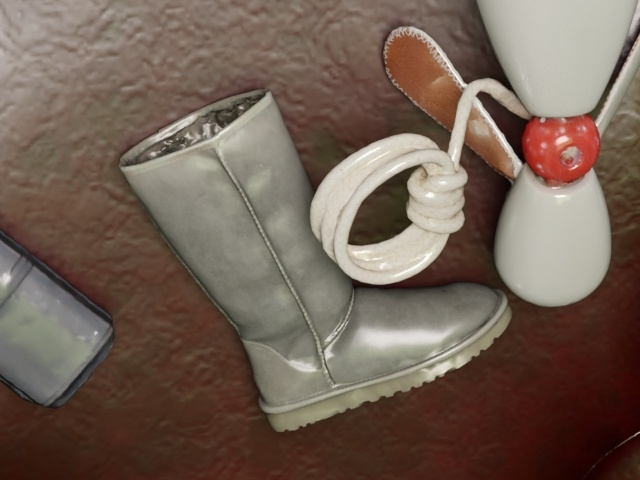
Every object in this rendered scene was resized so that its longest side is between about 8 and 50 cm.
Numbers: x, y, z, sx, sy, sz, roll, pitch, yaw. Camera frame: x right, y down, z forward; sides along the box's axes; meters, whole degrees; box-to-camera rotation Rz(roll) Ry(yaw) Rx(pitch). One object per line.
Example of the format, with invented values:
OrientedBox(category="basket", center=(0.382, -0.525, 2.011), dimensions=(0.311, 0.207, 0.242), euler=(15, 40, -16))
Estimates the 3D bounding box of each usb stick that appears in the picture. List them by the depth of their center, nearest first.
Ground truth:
OrientedBox(category="usb stick", center=(-0.243, -0.001, 0.869), dimensions=(0.278, 0.045, 0.077), euler=(41, 100, -20))

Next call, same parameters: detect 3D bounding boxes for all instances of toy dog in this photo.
OrientedBox(category="toy dog", center=(0.117, -0.135, 0.851), dimensions=(0.220, 0.161, 0.333), euler=(8, 122, -21))

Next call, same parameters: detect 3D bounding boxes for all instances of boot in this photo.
OrientedBox(category="boot", center=(0.001, 0.000, 0.907), dimensions=(0.190, 0.076, 0.208), euler=(-24, 106, -3))
